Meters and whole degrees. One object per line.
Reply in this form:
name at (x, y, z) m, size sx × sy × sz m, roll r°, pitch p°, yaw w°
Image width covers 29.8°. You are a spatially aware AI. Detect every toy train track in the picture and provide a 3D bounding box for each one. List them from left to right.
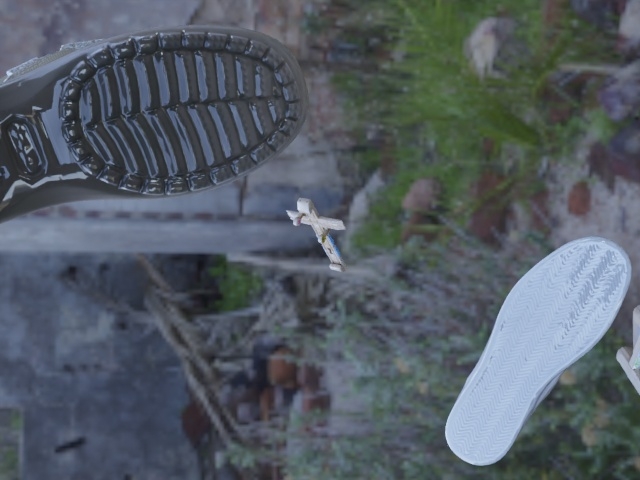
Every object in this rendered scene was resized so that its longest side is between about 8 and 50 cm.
toy train track at (0.000, 0.000, 0.885) m, size 0.014 × 0.048 × 0.083 m, roll -61°, pitch -35°, yaw -26°

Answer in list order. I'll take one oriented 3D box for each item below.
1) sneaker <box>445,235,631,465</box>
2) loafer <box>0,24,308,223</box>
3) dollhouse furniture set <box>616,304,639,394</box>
sneaker at (0.247, 0.102, 1.348) m, size 0.292 × 0.108 × 0.169 m, roll -57°, pitch -9°, yaw 21°
loafer at (-0.142, -0.070, 0.707) m, size 0.092 × 0.268 × 0.102 m, roll -119°, pitch 17°, yaw -70°
dollhouse furniture set at (0.606, 0.075, 1.382) m, size 0.256 × 0.394 × 0.362 m, roll -100°, pitch 26°, yaw -69°
